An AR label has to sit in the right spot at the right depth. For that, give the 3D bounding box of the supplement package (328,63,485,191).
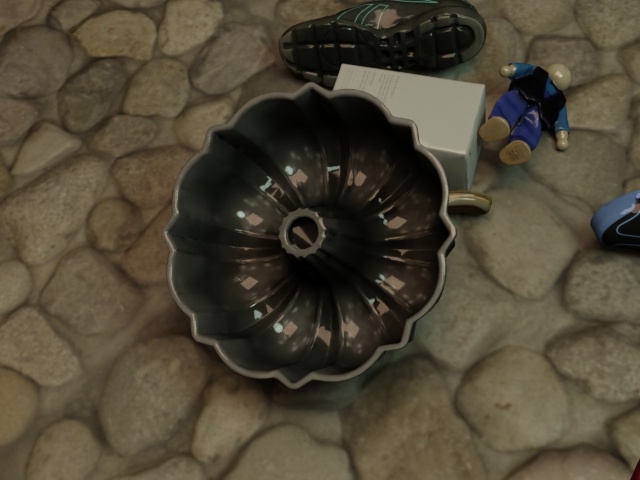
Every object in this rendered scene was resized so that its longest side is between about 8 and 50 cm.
[{"bbox_3d":[0.102,-0.132,1.322,0.179,0.105,0.105,11,62,14],"label":"supplement package"}]

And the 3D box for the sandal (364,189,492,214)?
[{"bbox_3d":[0.113,-0.031,1.294,0.180,0.072,0.049,1,82,3],"label":"sandal"}]

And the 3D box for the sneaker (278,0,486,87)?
[{"bbox_3d":[0.080,-0.266,1.424,0.267,0.101,0.106,-4,38,6],"label":"sneaker"}]

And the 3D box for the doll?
[{"bbox_3d":[0.261,-0.160,1.329,0.129,0.046,0.189,47,47,-7],"label":"doll"}]

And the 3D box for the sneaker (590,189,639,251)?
[{"bbox_3d":[0.427,-0.009,1.226,0.232,0.081,0.090,-7,53,2],"label":"sneaker"}]

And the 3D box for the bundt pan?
[{"bbox_3d":[0.000,0.000,1.211,0.331,0.124,0.330,-3,80,19],"label":"bundt pan"}]

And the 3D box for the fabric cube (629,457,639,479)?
[{"bbox_3d":[0.351,0.362,0.926,0.259,0.254,0.258,18,64,16],"label":"fabric cube"}]
